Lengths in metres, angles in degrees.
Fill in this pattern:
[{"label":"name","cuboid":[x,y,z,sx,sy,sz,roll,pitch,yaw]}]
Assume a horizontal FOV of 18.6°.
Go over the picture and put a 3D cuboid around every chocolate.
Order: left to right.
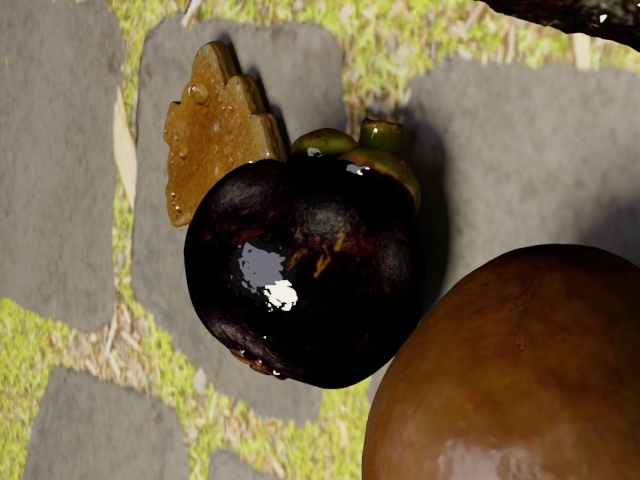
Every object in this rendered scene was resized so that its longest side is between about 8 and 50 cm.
[{"label":"chocolate","cuboid":[0.098,0.083,0.850,0.177,0.177,0.176,3,94,54]}]

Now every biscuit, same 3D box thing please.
[{"label":"biscuit","cuboid":[-0.054,-0.050,1.165,0.130,0.019,0.119,37,120,48]}]

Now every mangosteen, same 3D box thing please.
[{"label":"mangosteen","cuboid":[0.000,0.000,1.020,0.137,0.137,0.151,9,65,53]}]

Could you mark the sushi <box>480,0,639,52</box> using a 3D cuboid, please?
[{"label":"sushi","cuboid":[0.131,-0.228,0.734,0.196,0.182,0.343,-104,27,-49]}]
